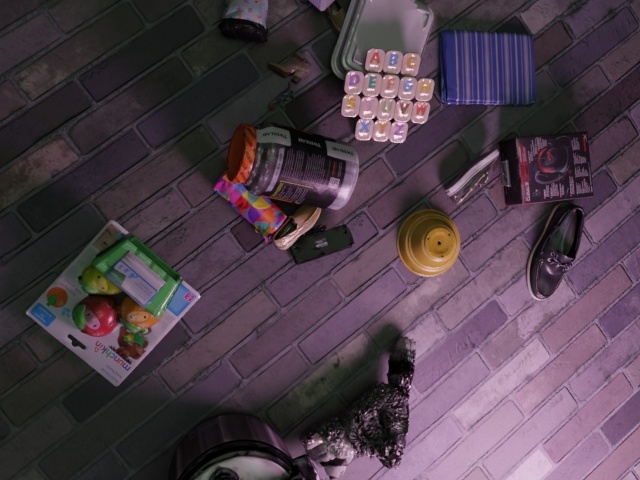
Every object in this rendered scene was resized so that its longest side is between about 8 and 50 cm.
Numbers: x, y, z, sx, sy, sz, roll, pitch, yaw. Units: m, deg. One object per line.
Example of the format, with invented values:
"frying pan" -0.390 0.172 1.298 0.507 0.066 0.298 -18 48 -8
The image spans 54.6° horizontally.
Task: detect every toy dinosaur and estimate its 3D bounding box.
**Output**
"toy dinosaur" -0.120 -0.426 1.875 0.082 0.047 0.090 -14 60 -4

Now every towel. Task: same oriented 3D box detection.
"towel" 0.545 -0.559 2.024 0.335 0.040 0.243 -2 89 -15

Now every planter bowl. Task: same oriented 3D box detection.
"planter bowl" 0.357 0.007 1.947 0.217 0.090 0.217 0 89 -13

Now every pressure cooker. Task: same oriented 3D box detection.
"pressure cooker" -0.228 0.685 1.644 0.375 0.420 0.370 23 84 -13

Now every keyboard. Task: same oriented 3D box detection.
"keyboard" 0.000 0.000 1.892 0.192 0.038 0.100 -18 90 -1

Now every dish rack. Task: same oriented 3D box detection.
"dish rack" 0.205 -0.618 1.903 0.285 0.072 0.333 20 85 -20

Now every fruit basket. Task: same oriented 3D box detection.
"fruit basket" -0.566 0.176 1.700 0.327 0.165 0.353 44 84 -10

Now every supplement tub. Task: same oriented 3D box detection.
"supplement tub" -0.081 -0.212 1.752 0.337 0.207 0.207 10 88 -26

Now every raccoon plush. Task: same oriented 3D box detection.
"raccoon plush" 0.109 0.496 1.886 0.299 0.216 0.447 12 58 1

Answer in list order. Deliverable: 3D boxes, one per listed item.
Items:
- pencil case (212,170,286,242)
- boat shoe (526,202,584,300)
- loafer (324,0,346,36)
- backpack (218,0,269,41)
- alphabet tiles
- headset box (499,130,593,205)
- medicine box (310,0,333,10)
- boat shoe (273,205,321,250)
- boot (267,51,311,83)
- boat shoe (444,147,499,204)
"pencil case" -0.208 -0.107 1.814 0.104 0.104 0.236 -45 98 -9
"boat shoe" 0.784 0.036 2.033 0.127 0.113 0.340 27 84 -12
"loafer" 0.051 -0.684 1.897 0.056 0.050 0.148 -39 98 -10
"backpack" -0.212 -0.683 1.805 0.151 0.115 0.182 8 85 -10
"alphabet tiles" 0.204 -0.435 1.888 0.284 0.021 0.278 2 114 -14
"headset box" 0.722 -0.231 2.020 0.293 0.110 0.218 -7 91 -13
"medicine box" -0.005 -0.880 1.810 0.289 0.149 0.263 43 81 3
"boat shoe" -0.069 -0.054 1.846 0.068 0.072 0.190 33 77 25
"boot" -0.089 -0.532 1.874 0.118 0.042 0.087 29 77 -12
"boat shoe" 0.496 -0.205 1.990 0.219 0.078 0.070 -42 98 -2
